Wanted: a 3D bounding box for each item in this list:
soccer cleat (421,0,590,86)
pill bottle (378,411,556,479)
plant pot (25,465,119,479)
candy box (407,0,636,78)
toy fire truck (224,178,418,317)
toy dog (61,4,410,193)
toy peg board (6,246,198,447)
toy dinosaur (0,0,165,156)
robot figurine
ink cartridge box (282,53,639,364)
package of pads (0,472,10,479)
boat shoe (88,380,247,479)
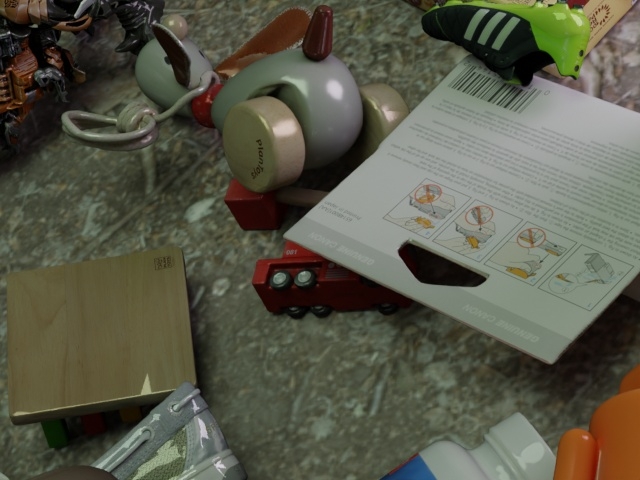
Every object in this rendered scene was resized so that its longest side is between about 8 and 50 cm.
[{"bbox_3d":[0.154,-0.172,1.550,0.179,0.060,0.072,8,89,45],"label":"soccer cleat"},{"bbox_3d":[0.079,0.224,1.305,0.221,0.124,0.124,-34,47,-4],"label":"pill bottle"},{"bbox_3d":[-0.140,0.360,1.210,0.280,0.323,0.323,31,71,23],"label":"plant pot"},{"bbox_3d":[0.166,-0.296,1.704,0.183,0.087,0.316,-46,49,-12],"label":"candy box"},{"bbox_3d":[0.000,0.000,1.577,0.192,0.047,0.135,-3,51,23],"label":"toy fire truck"},{"bbox_3d":[-0.067,-0.160,1.639,0.333,0.161,0.220,16,24,29],"label":"toy dog"},{"bbox_3d":[-0.190,0.101,1.585,0.160,0.079,0.161,-9,49,-1],"label":"toy peg board"},{"bbox_3d":[-0.275,-0.234,1.776,0.164,0.218,0.322,51,127,29],"label":"toy dinosaur"},{"bbox_3d":[0.248,0.187,1.244,0.128,0.158,0.219,-14,54,34],"label":"robot figurine"},{"bbox_3d":[0.161,-0.018,1.477,0.296,0.066,0.261,26,60,39],"label":"ink cartridge box"},{"bbox_3d":[-0.438,0.212,1.524,0.296,0.101,0.229,37,74,16],"label":"package of pads"},{"bbox_3d":[-0.218,0.229,1.432,0.320,0.118,0.103,-28,83,-1],"label":"boat shoe"}]
